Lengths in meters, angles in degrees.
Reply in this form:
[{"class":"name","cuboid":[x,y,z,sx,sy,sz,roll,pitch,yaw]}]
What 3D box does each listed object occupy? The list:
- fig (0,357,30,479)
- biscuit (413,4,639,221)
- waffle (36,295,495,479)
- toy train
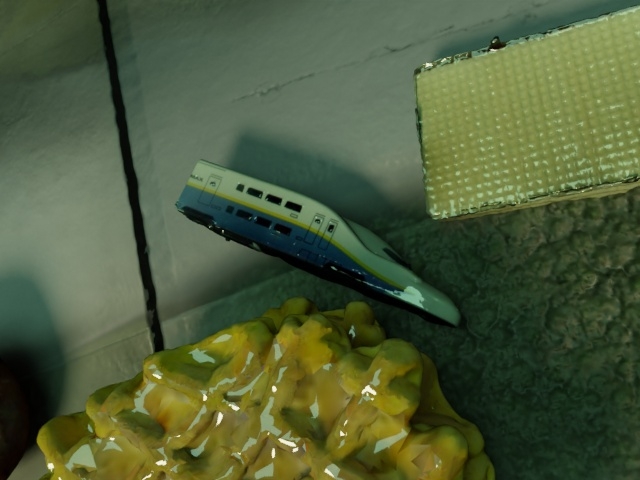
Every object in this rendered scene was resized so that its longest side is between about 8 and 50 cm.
[{"class":"fig","cuboid":[-0.358,0.171,0.542,0.230,0.143,0.160,-20,40,25]},{"class":"biscuit","cuboid":[0.164,-0.085,0.429,0.199,0.040,0.121,-9,77,22]},{"class":"waffle","cuboid":[-0.047,0.191,0.397,0.324,0.151,0.261,-35,65,6]},{"class":"toy train","cuboid":[0.000,0.000,0.474,0.233,0.052,0.051,21,82,26]}]
